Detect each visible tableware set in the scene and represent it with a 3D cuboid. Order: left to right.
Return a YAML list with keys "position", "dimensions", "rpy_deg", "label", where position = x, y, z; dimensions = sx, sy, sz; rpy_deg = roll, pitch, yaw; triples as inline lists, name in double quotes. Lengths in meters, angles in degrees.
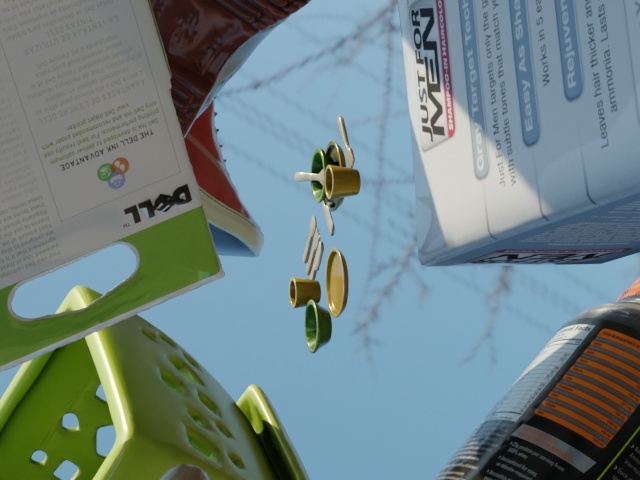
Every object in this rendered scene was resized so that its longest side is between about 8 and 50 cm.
- position: [0.000, 0.000, 1.128]
  dimensions: [0.024, 0.154, 0.104]
  rpy_deg: [-1, -132, -15]
  label: "tableware set"

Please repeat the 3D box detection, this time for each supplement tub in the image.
- position: [0.216, 0.194, 1.290]
  dimensions: [0.207, 0.207, 0.338]
  rpy_deg: [47, -112, -8]
  label: "supplement tub"

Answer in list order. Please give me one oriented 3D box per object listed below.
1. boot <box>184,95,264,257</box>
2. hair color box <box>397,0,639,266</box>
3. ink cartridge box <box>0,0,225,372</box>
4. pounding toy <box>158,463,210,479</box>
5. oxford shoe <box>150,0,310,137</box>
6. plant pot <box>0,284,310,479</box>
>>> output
- position: [-0.112, -0.088, 1.636]
  dimensions: [0.244, 0.088, 0.176]
  rpy_deg: [44, -131, -62]
  label: "boot"
- position: [0.161, -0.108, 0.689]
  dimensions: [0.114, 0.374, 0.185]
  rpy_deg: [-1, -99, -24]
  label: "hair color box"
- position: [-0.185, -0.067, 0.974]
  dimensions: [0.097, 0.189, 0.255]
  rpy_deg: [38, 147, 57]
  label: "ink cartridge box"
- position: [0.002, 0.242, 0.842]
  dimensions: [0.269, 0.155, 0.154]
  rpy_deg: [42, -144, -11]
  label: "pounding toy"
- position: [-0.077, -0.211, 1.346]
  dimensions: [0.123, 0.348, 0.130]
  rpy_deg: [42, -165, -8]
  label: "oxford shoe"
- position: [-0.131, 0.204, 1.216]
  dimensions: [0.207, 0.228, 0.227]
  rpy_deg: [27, -165, -28]
  label: "plant pot"
